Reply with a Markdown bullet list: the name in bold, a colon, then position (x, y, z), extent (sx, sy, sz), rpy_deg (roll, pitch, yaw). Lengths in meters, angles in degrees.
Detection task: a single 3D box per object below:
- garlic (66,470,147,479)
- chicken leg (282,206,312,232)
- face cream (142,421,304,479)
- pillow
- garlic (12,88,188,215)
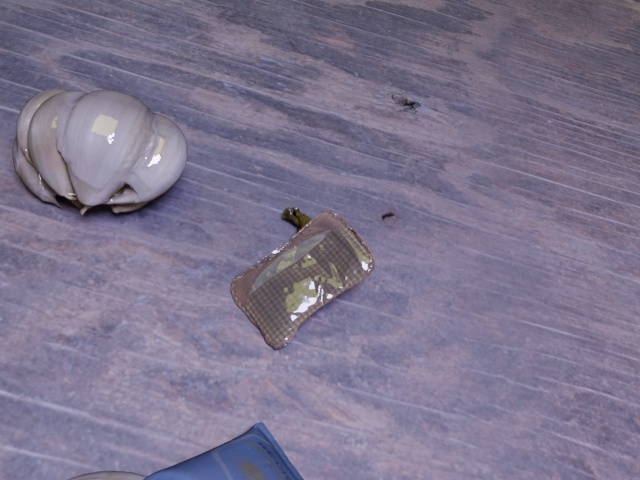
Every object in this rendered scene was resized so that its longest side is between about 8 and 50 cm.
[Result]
- **garlic**: position (-0.210, 0.366, 0.481), extent (0.325, 0.132, 0.279), rpy_deg (6, 67, -8)
- **chicken leg**: position (0.000, 0.000, 0.856), extent (0.093, 0.070, 0.178), rpy_deg (-36, 61, -25)
- **face cream**: position (-0.090, 0.244, 0.488), extent (0.086, 0.385, 0.135), rpy_deg (-44, 69, 3)
- **pillow**: position (-0.026, 0.052, 0.785), extent (0.211, 0.034, 0.135), rpy_deg (-40, 65, -6)
- **garlic**: position (-0.351, -0.138, 0.801), extent (0.281, 0.185, 0.203), rpy_deg (14, 68, -4)
